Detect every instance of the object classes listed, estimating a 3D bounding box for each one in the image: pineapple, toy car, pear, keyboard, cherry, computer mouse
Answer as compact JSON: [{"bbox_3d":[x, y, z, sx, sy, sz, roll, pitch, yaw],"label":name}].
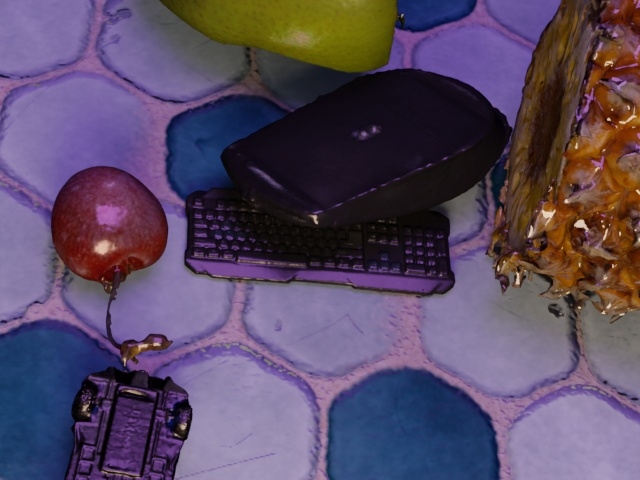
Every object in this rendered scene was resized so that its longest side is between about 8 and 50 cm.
[{"bbox_3d":[0.330,-0.074,1.505,0.300,0.352,0.352,21,51,-2],"label":"pineapple"},{"bbox_3d":[-0.167,0.206,1.332,0.103,0.063,0.216,11,57,-4],"label":"toy car"},{"bbox_3d":[-0.054,-0.277,1.641,0.281,0.176,0.286,4,30,-2],"label":"pear"},{"bbox_3d":[0.000,0.000,1.558,0.262,0.016,0.106,5,52,-10],"label":"keyboard"},{"bbox_3d":[-0.174,0.019,1.453,0.107,0.090,0.225,-5,50,-34],"label":"cherry"},{"bbox_3d":[0.049,-0.076,1.573,0.295,0.087,0.168,-25,43,-27],"label":"computer mouse"}]
